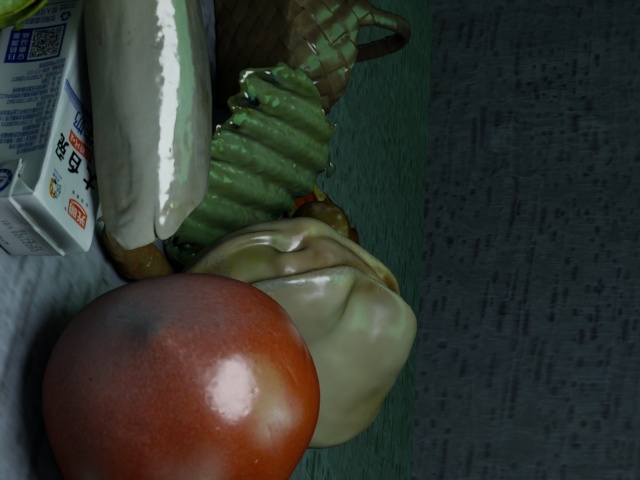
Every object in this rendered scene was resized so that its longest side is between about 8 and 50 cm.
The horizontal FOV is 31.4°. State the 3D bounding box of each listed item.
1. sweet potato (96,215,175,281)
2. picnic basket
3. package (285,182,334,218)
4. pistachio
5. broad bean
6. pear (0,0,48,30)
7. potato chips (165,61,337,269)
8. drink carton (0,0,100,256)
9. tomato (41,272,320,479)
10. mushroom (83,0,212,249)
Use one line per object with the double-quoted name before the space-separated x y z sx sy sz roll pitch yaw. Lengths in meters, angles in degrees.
"sweet potato" -0.248 0.019 1.516 0.068 0.060 0.206 52 -3 28
"picnic basket" -0.004 -0.355 1.970 0.337 0.293 0.337 7 79 -39
"package" -0.002 -0.005 2.286 0.288 0.109 0.223 74 -5 -60
"pistachio" -0.045 0.142 1.656 0.445 0.365 0.281 73 -2 -53
"broad bean" -0.006 0.024 1.824 0.228 0.122 0.156 111 -26 -66
"pear" -0.325 -0.394 1.116 0.286 0.176 0.281 65 23 -55
"potato chips" -0.116 -0.077 1.819 0.373 0.097 0.389 -53 153 -16
"drink carton" -0.301 -0.145 1.269 0.130 0.107 0.314 59 32 -56
"tomato" -0.162 0.178 1.297 0.321 0.322 0.321 -4 90 -75
"mushroom" -0.188 -0.201 1.251 0.154 0.138 0.407 -21 114 -60
